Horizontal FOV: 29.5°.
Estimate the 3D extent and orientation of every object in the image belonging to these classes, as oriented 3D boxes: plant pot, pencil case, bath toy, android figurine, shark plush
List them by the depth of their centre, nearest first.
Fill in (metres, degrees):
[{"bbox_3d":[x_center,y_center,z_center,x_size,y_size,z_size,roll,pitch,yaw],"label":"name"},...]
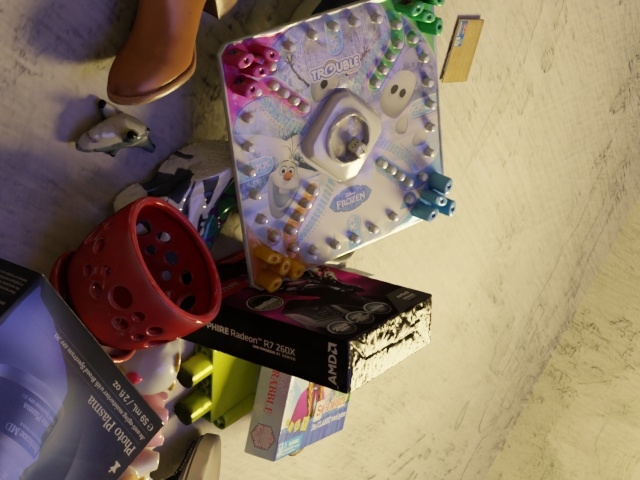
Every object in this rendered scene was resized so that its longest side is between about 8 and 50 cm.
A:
[{"bbox_3d":[-0.256,0.058,1.630,0.174,0.191,0.191,-26,160,22],"label":"plant pot"},{"bbox_3d":[-0.274,-0.143,1.652,0.067,0.073,0.161,-48,175,12],"label":"shark plush"},{"bbox_3d":[-0.302,0.292,1.861,0.151,0.129,0.348,-105,-153,-63],"label":"bath toy"},{"bbox_3d":[-0.172,-0.033,1.862,0.070,0.064,0.152,31,86,-45],"label":"pencil case"},{"bbox_3d":[-0.144,0.208,2.113,0.273,0.056,0.248,-30,137,-43],"label":"android figurine"}]

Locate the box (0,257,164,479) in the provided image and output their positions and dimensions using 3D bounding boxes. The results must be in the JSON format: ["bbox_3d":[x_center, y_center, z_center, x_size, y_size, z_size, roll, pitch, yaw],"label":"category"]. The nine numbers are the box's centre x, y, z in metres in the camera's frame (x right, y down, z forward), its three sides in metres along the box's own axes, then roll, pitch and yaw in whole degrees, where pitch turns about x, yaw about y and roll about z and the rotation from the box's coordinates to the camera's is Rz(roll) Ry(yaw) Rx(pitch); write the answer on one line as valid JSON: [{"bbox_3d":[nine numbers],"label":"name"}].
[{"bbox_3d":[-0.401,0.226,1.495,0.294,0.183,0.296,-49,128,-23],"label":"box"}]

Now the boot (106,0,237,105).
[{"bbox_3d":[-0.200,-0.326,1.531,0.283,0.109,0.220,-51,150,-27],"label":"boot"}]

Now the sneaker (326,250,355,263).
[{"bbox_3d":[0.000,0.000,2.051,0.114,0.152,0.305,-61,165,5],"label":"sneaker"}]

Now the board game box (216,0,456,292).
[{"bbox_3d":[0.043,-0.154,1.830,0.390,0.050,0.390,-23,121,-29],"label":"board game box"}]

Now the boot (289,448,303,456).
[{"bbox_3d":[-0.033,0.347,2.401,0.158,0.059,0.084,-55,145,-13],"label":"boot"}]

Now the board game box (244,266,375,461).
[{"bbox_3d":[-0.013,0.217,2.220,0.318,0.066,0.318,-7,110,-67],"label":"board game box"}]

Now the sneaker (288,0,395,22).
[{"bbox_3d":[0.097,-0.412,1.908,0.350,0.148,0.131,-61,151,-6],"label":"sneaker"}]

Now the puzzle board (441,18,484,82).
[{"bbox_3d":[0.277,-0.372,2.375,0.096,0.011,0.128,-13,123,-53],"label":"puzzle board"}]

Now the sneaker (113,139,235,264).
[{"bbox_3d":[-0.194,-0.041,1.790,0.235,0.094,0.153,-41,145,-35],"label":"sneaker"}]

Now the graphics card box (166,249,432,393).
[{"bbox_3d":[-0.041,0.113,1.877,0.233,0.371,0.094,-22,120,-49],"label":"graphics card box"}]

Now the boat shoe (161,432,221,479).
[{"bbox_3d":[-0.274,0.444,2.041,0.340,0.158,0.127,-71,164,-57],"label":"boat shoe"}]
